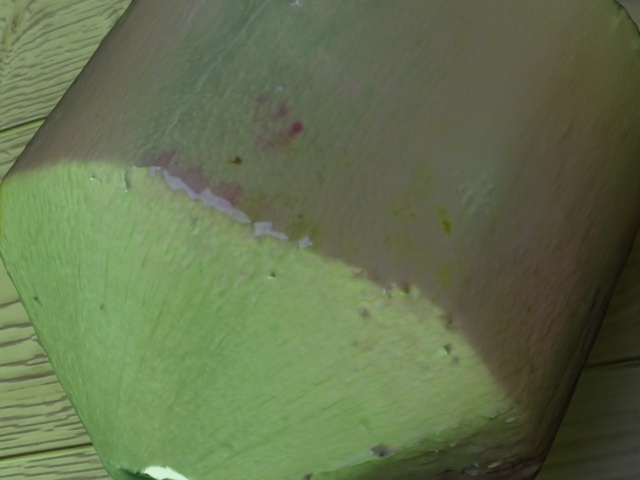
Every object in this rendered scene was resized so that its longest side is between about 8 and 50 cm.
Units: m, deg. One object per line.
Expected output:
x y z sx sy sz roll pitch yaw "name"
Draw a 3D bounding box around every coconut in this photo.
0.000 0.000 0.714 0.297 0.297 0.309 16 64 36 "coconut"
